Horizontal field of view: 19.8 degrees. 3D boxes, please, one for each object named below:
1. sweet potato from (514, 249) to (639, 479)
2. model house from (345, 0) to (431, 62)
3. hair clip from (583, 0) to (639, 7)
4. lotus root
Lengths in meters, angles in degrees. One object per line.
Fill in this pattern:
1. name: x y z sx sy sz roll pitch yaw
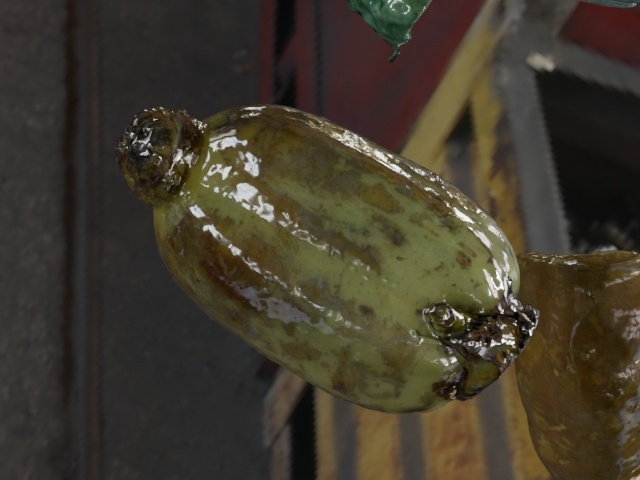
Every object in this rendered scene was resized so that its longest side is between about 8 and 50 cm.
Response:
1. sweet potato: 0.264 0.141 1.749 0.158 0.369 0.158 -7 33 5
2. model house: 0.019 -0.178 0.743 0.149 0.148 0.119 35 17 -1
3. hair clip: 0.137 -0.271 1.063 0.392 0.238 0.318 12 3 -2
4. lotus root: 0.000 0.000 1.263 0.309 0.173 0.173 32 37 -1
